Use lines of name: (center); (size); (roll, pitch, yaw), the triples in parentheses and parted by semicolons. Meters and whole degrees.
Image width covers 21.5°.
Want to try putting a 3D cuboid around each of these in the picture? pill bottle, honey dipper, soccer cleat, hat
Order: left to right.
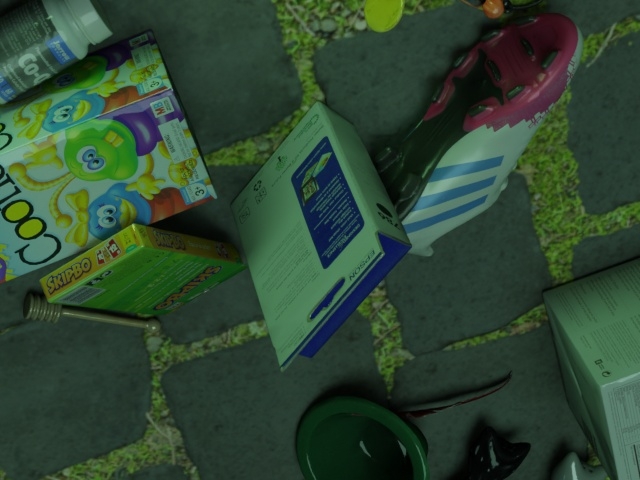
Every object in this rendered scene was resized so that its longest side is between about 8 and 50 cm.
pill bottle: (-0.283, -0.202, 1.690); (0.137, 0.078, 0.078); (-29, 125, 5)
honey dipper: (-0.257, 0.088, 1.913); (0.160, 0.030, 0.030); (12, 118, -24)
hat: (0.101, 0.245, 2.115); (0.208, 0.183, 0.173); (17, 117, 23)
soccer cleat: (0.177, -0.114, 1.865); (0.331, 0.116, 0.143); (-44, 138, 17)

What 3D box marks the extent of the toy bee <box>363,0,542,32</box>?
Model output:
toy bee: (0.136, -0.297, 1.694); (0.298, 0.162, 0.195); (1, 120, -16)

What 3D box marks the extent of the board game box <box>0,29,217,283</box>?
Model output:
board game box: (-0.267, -0.082, 1.731); (0.275, 0.144, 0.142); (-22, 124, -2)

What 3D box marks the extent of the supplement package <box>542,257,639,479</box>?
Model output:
supplement package: (0.438, 0.145, 2.033); (0.262, 0.199, 0.198); (-19, 125, -3)

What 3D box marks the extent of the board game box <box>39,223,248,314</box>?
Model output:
board game box: (-0.182, 0.036, 1.811); (0.124, 0.039, 0.259); (-30, 162, 17)

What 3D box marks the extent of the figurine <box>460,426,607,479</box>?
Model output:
figurine: (0.253, 0.348, 2.188); (0.214, 0.092, 0.209); (17, 112, -25)

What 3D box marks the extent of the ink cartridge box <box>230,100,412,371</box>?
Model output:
ink cartridge box: (0.000, 0.000, 1.741); (0.065, 0.333, 0.165); (33, 110, -26)
